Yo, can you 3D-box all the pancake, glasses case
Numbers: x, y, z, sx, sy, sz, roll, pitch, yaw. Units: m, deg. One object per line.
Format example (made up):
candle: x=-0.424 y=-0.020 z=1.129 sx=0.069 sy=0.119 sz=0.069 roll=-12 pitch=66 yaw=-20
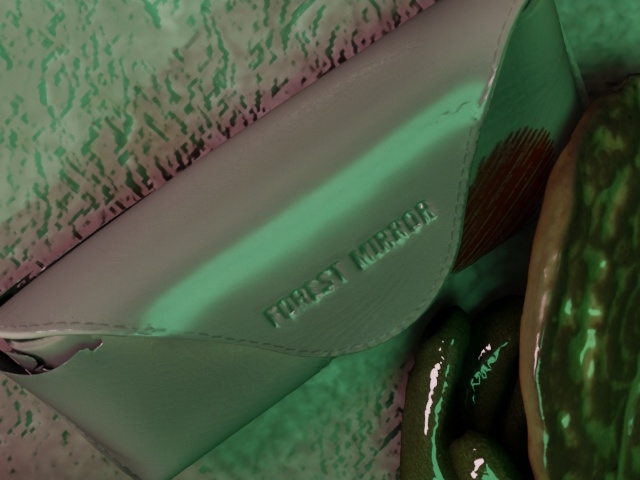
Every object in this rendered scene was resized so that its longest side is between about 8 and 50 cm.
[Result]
pancake: x=0.177 y=0.045 z=0.652 sx=0.250 sy=0.031 sz=0.250 roll=-4 pitch=97 yaw=-41
glasses case: x=0.001 y=0.002 z=0.604 sx=0.308 sy=0.083 sz=0.128 roll=-35 pitch=117 yaw=0

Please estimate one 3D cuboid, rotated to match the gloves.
gloves: x=0.104 y=0.159 z=0.684 sx=0.107 sy=0.135 sz=0.268 roll=-15 pitch=96 yaw=8
